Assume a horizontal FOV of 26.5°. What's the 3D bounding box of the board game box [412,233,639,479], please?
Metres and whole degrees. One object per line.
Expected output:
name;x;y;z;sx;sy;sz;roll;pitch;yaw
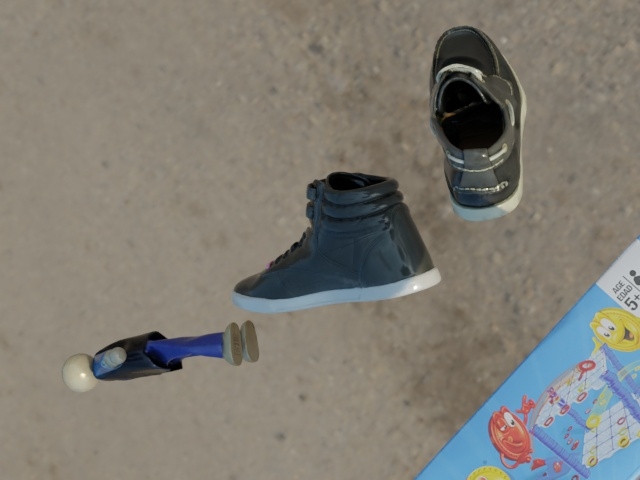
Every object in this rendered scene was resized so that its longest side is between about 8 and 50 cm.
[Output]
board game box;0.152;0.158;0.842;0.086;0.308;0.302;44;-173;23

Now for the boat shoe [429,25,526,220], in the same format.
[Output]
boat shoe;0.134;-0.123;1.190;0.084;0.233;0.079;-15;132;13

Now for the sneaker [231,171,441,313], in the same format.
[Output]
sneaker;0.000;0.000;1.564;0.295;0.104;0.147;-11;96;42

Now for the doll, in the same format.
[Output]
doll;-0.159;0.109;1.272;0.189;0.129;0.046;-11;85;19
